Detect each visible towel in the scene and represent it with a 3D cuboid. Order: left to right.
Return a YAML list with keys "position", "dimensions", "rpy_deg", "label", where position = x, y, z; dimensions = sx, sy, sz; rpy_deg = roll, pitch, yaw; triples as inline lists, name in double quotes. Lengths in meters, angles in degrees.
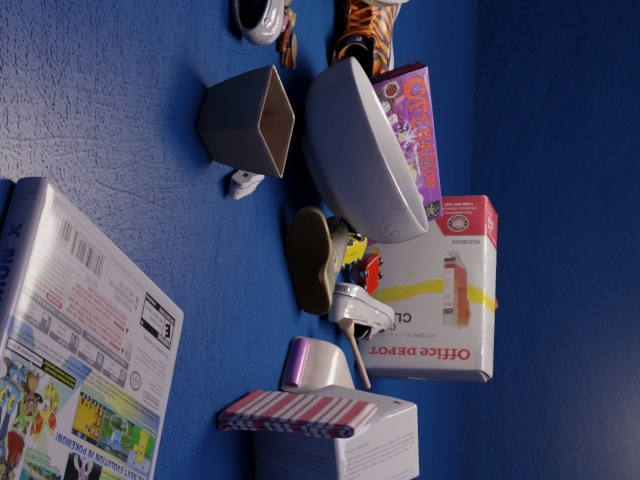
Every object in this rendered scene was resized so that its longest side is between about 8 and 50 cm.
- position: [-0.028, 0.243, 1.309]
  dimensions: [0.144, 0.197, 0.029]
  rpy_deg: [-16, 108, -73]
  label: "towel"

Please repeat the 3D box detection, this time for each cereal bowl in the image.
- position: [0.061, -0.141, 1.639]
  dimensions: [0.339, 0.141, 0.339]
  rpy_deg: [-22, 90, -79]
  label: "cereal bowl"

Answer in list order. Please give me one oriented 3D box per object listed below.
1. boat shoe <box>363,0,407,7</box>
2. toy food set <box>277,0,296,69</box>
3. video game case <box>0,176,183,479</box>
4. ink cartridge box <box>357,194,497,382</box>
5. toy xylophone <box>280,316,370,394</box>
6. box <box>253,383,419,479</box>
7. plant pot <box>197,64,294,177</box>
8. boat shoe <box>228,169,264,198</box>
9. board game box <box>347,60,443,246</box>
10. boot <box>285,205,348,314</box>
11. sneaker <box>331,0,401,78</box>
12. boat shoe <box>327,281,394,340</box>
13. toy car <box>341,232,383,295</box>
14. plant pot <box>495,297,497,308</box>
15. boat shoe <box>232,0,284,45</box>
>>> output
- position: [0.096, -0.517, 1.725]
  dimensions: [0.302, 0.103, 0.113]
  rpy_deg: [13, 69, -50]
  label: "boat shoe"
- position: [-0.059, -0.337, 1.542]
  dimensions: [0.078, 0.019, 0.122]
  rpy_deg: [-54, 148, -63]
  label: "toy food set"
- position: [-0.232, 0.147, 0.908]
  dimensions: [0.329, 0.036, 0.300]
  rpy_deg: [61, 33, -60]
  label: "video game case"
- position: [0.238, 0.108, 2.066]
  dimensions: [0.160, 0.279, 0.384]
  rpy_deg: [41, 51, -68]
  label: "ink cartridge box"
- position: [0.020, 0.287, 1.672]
  dimensions: [0.236, 0.081, 0.322]
  rpy_deg: [-70, 154, -50]
  label: "toy xylophone"
- position: [0.023, 0.305, 1.409]
  dimensions: [0.181, 0.182, 0.119]
  rpy_deg: [-10, 101, -44]
  label: "box"
- position: [-0.102, -0.156, 1.248]
  dimensions: [0.109, 0.096, 0.109]
  rpy_deg: [67, 29, -53]
  label: "plant pot"
- position: [-0.108, -0.081, 1.347]
  dimensions: [0.100, 0.035, 0.035]
  rpy_deg: [-56, 169, -69]
  label: "boat shoe"
- position: [0.134, -0.166, 1.890]
  dimensions: [0.056, 0.208, 0.346]
  rpy_deg: [40, -32, 51]
  label: "board game box"
- position: [0.000, 0.000, 1.626]
  dimensions: [0.165, 0.077, 0.213]
  rpy_deg: [-68, 158, -51]
  label: "boot"
- position: [0.089, -0.431, 1.853]
  dimensions: [0.180, 0.125, 0.321]
  rpy_deg: [-51, 138, -67]
  label: "sneaker"
- position: [0.078, 0.156, 1.857]
  dimensions: [0.267, 0.096, 0.088]
  rpy_deg: [46, 50, -65]
  label: "boat shoe"
- position: [0.103, -0.017, 1.875]
  dimensions: [0.225, 0.053, 0.239]
  rpy_deg: [-58, 152, -7]
  label: "toy car"
- position: [0.277, 0.067, 2.293]
  dimensions: [0.275, 0.275, 0.243]
  rpy_deg: [-20, 98, -73]
  label: "plant pot"
- position: [-0.085, -0.397, 1.342]
  dimensions: [0.081, 0.079, 0.227]
  rpy_deg: [6, 87, -78]
  label: "boat shoe"
